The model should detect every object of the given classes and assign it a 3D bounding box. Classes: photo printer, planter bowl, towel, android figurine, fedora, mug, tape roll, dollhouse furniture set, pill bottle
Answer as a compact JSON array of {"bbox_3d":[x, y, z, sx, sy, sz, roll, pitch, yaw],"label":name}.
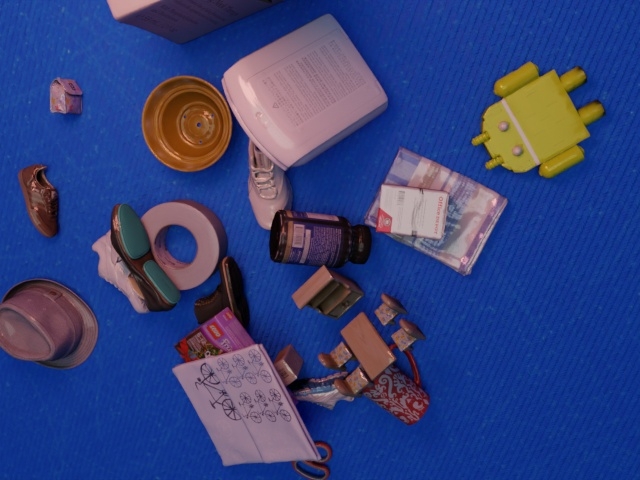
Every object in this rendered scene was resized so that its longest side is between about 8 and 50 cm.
[{"bbox_3d":[-0.038,-0.311,1.243,0.307,0.107,0.256,-37,94,-23],"label":"photo printer"},{"bbox_3d":[-0.301,-0.274,1.371,0.217,0.090,0.217,2,101,9],"label":"planter bowl"},{"bbox_3d":[0.266,-0.067,1.353,0.285,0.034,0.209,27,102,3],"label":"towel"},{"bbox_3d":[0.470,-0.257,1.276,0.273,0.056,0.248,-28,95,11],"label":"android figurine"},{"bbox_3d":[-0.739,0.233,1.514,0.275,0.124,0.244,37,104,1],"label":"fedora"},{"bbox_3d":[0.184,0.347,1.400,0.169,0.113,0.150,39,101,-7],"label":"mug"},{"bbox_3d":[-0.346,0.009,1.440,0.219,0.072,0.219,1,101,8],"label":"tape roll"},{"bbox_3d":[0.069,0.193,1.307,0.212,0.161,0.242,-45,55,13],"label":"dollhouse furniture set"},{"bbox_3d":[0.000,0.000,1.334,0.219,0.123,0.123,6,102,-16],"label":"pill bottle"}]

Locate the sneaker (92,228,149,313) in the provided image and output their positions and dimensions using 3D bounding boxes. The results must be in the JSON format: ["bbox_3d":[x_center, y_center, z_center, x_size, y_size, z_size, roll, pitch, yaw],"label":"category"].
[{"bbox_3d":[-0.502,0.087,1.480,0.115,0.090,0.232,-26,87,19],"label":"sneaker"}]

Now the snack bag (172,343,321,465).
[{"bbox_3d":[-0.197,0.412,1.411,0.342,0.037,0.323,-18,103,36],"label":"snack bag"}]

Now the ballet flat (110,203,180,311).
[{"bbox_3d":[-0.441,0.052,1.381,0.096,0.095,0.280,-24,96,24],"label":"ballet flat"}]

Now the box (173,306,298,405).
[{"bbox_3d":[-0.214,0.331,1.442,0.201,0.057,0.293,-36,91,37],"label":"box"}]

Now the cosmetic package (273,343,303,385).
[{"bbox_3d":[-0.081,0.306,1.431,0.041,0.115,0.060,-37,92,10],"label":"cosmetic package"}]

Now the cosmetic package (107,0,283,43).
[{"bbox_3d":[-0.232,-0.642,1.171,0.393,0.329,0.327,-18,97,12],"label":"cosmetic package"}]

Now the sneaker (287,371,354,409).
[{"bbox_3d":[-0.003,0.392,1.461,0.190,0.071,0.083,-10,104,11],"label":"sneaker"}]

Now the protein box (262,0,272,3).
[{"bbox_3d":[-0.174,-0.487,0.922,0.199,0.201,0.136,17,105,4],"label":"protein box"}]

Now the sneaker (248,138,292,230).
[{"bbox_3d":[-0.130,-0.166,1.346,0.111,0.129,0.297,-2,101,8],"label":"sneaker"}]

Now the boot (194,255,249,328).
[{"bbox_3d":[-0.262,0.134,1.434,0.137,0.077,0.198,0,115,14],"label":"boot"}]

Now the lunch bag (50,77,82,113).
[{"bbox_3d":[-0.619,-0.351,1.415,0.053,0.071,0.083,4,100,9],"label":"lunch bag"}]

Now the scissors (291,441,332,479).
[{"bbox_3d":[-0.108,0.542,1.527,0.297,0.021,0.109,20,102,5],"label":"scissors"}]

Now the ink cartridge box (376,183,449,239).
[{"bbox_3d":[0.207,-0.066,1.313,0.150,0.063,0.109,8,98,8],"label":"ink cartridge box"}]

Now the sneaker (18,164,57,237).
[{"bbox_3d":[-0.703,-0.101,1.477,0.071,0.066,0.188,-18,98,10],"label":"sneaker"}]
